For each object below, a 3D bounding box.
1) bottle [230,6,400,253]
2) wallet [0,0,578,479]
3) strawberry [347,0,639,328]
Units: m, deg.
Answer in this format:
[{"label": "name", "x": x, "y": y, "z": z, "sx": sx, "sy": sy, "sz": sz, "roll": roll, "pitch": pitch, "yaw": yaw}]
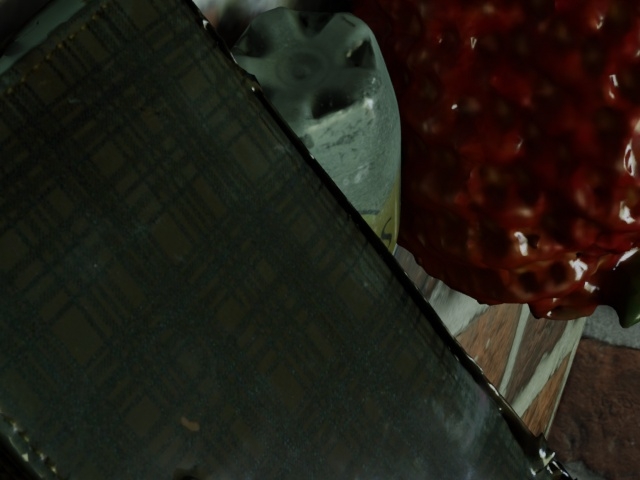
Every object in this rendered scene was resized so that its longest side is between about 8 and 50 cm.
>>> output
[{"label": "bottle", "x": 0.000, "y": 0.000, "z": 0.626, "sx": 0.083, "sy": 0.083, "sz": 0.269, "roll": -60, "pitch": 160, "yaw": -28}, {"label": "wallet", "x": -0.010, "y": 0.069, "z": 0.414, "sx": 0.317, "sy": 0.044, "sz": 0.169, "roll": 51, "pitch": 50, "yaw": -17}, {"label": "strawberry", "x": 0.155, "y": -0.143, "z": 0.636, "sx": 0.267, "sy": 0.312, "sz": 0.351, "roll": -93, "pitch": 169, "yaw": -58}]
